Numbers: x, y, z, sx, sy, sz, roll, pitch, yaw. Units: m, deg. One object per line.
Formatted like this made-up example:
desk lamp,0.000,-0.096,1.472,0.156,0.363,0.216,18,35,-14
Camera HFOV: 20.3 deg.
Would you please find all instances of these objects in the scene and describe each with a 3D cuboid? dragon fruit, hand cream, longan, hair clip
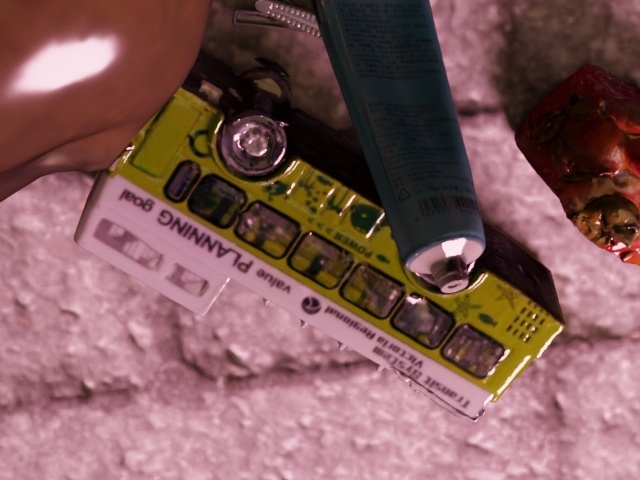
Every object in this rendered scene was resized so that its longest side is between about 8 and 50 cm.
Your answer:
dragon fruit,0.201,-0.040,1.117,0.147,0.096,0.102,30,103,-11
hand cream,0.049,-0.073,1.062,0.083,0.224,0.048,-3,155,-25
longan,-0.227,-0.145,0.984,0.350,0.288,0.288,-14,109,22
hair clip,0.002,-0.131,1.118,0.115,0.039,0.030,18,103,-3

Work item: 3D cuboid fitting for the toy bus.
toy bus,0.000,0.000,1.128,0.302,0.113,0.139,30,110,-11
